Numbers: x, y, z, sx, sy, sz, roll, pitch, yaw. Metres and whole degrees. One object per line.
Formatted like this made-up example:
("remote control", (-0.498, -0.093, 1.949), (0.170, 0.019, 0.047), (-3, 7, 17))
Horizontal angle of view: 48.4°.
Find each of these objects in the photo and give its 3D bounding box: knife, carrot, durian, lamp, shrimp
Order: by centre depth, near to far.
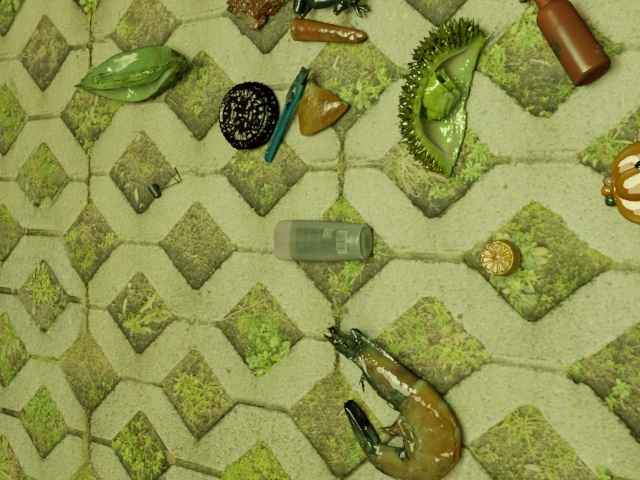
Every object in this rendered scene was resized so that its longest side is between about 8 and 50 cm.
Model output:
("durian", (0.265, -0.337, 1.616), (0.170, 0.157, 0.355), (15, 102, -3))
("shrimp", (0.145, 0.389, 1.715), (0.445, 0.085, 0.272), (48, 121, 19))
("carrot", (0.024, -0.521, 1.789), (0.210, 0.061, 0.061), (16, 100, 29))
("knife", (-0.090, -0.325, 1.854), (0.044, 0.026, 0.296), (52, 129, 36))
("durian", (-0.544, -0.504, 2.087), (0.395, 0.198, 0.163), (0, 90, 32))
("lamp", (-0.470, -0.166, 2.144), (0.121, 0.041, 0.054), (-37, 79, 32))

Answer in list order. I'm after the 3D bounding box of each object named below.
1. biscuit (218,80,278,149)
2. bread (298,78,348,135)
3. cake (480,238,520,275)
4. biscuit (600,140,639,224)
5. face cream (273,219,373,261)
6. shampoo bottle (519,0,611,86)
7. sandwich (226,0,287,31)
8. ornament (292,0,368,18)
("biscuit", (-0.197, -0.341, 1.940), (0.195, 0.053, 0.194), (0, 91, 34))
("bread", (-0.017, -0.327, 1.820), (0.154, 0.054, 0.136), (41, 116, 29))
("cake", (0.391, 0.039, 1.552), (0.084, 0.044, 0.084), (0, 90, 33))
("biscuit", (0.626, -0.112, 1.384), (0.170, 0.050, 0.170), (0, 90, 35))
("face cream", (0.000, 0.000, 1.800), (0.269, 0.073, 0.107), (1, 87, 34))
("shampoo bottle", (0.493, -0.431, 1.452), (0.085, 0.085, 0.244), (-37, 69, 29))
("sandwich", (-0.194, -0.667, 1.915), (0.235, 0.079, 0.159), (43, 113, 25))
("ornament", (0.059, -0.640, 1.743), (0.236, 0.080, 0.202), (14, 88, 34))
